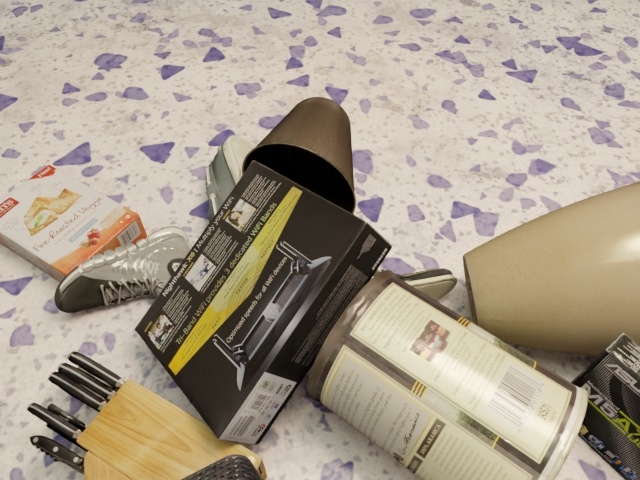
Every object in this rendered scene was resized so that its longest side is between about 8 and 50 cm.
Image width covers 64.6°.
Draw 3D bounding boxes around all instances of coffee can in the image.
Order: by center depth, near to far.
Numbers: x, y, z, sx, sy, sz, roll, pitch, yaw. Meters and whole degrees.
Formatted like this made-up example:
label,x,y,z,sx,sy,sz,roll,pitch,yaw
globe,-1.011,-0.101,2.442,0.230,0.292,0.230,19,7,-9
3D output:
label,x,y,z,sx,sy,sz,roll,pitch,yaw
coffee can,0.150,0.193,0.639,0.275,0.202,0.201,32,58,21

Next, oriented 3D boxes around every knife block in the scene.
label,x,y,z,sx,sy,sz,roll,pitch,yaw
knife block,-0.229,0.241,0.667,0.275,0.088,0.242,-13,54,-10

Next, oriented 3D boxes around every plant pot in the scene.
label,x,y,z,sx,sy,sz,roll,pitch,yaw
plant pot,0.359,0.062,0.741,0.273,0.256,0.257,-10,51,11

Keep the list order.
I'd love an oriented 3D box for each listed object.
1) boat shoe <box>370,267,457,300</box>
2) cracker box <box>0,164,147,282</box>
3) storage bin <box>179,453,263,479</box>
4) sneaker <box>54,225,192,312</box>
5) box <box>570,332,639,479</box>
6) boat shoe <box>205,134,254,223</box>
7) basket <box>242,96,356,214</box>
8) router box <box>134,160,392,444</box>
label,x,y,z,sx,sy,sz,roll,pitch,yaw
boat shoe,0.102,0.072,0.807,0.233,0.084,0.079,-11,53,-6
cracker box,-0.448,-0.025,0.884,0.232,0.067,0.156,26,56,19
storage bin,-0.136,0.333,0.545,0.180,0.122,0.084,-26,26,-6
sneaker,-0.289,0.072,0.802,0.228,0.086,0.132,-32,61,-24
box,0.402,0.233,0.623,0.045,0.184,0.191,-32,60,-22
boat shoe,-0.144,-0.041,0.905,0.099,0.116,0.320,-33,55,28
basket,-0.018,-0.156,0.929,0.204,0.154,0.227,30,39,-12
router box,-0.088,0.069,0.688,0.243,0.081,0.309,33,87,40
